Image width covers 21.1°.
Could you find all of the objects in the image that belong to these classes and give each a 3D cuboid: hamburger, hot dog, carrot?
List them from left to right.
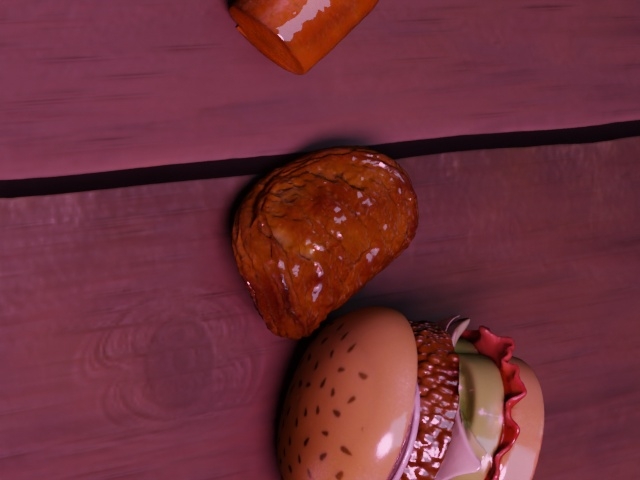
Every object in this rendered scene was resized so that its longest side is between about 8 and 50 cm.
[{"bbox_3d":[0.001,-0.001,1.078,0.147,0.065,0.099,-43,118,-37],"label":"hot dog"},{"bbox_3d":[0.023,-0.190,1.064,0.087,0.087,0.193,38,75,-33],"label":"carrot"},{"bbox_3d":[0.046,0.119,1.070,0.137,0.175,0.175,20,83,-23],"label":"hamburger"}]
